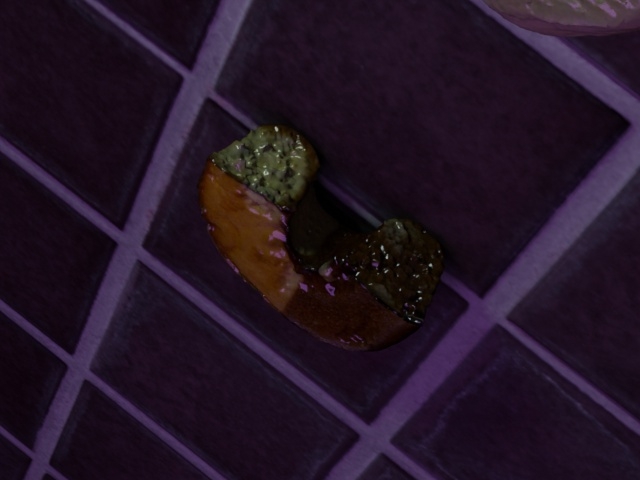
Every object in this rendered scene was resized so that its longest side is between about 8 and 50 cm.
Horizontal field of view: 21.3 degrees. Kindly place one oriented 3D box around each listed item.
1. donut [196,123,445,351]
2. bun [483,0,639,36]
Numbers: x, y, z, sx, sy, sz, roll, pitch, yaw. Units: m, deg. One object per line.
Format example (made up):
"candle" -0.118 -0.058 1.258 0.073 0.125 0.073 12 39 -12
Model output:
"donut" -0.002 -0.001 1.412 0.217 0.085 0.141 40 148 2
"bun" 0.158 -0.226 0.942 0.210 0.116 0.237 28 131 24
